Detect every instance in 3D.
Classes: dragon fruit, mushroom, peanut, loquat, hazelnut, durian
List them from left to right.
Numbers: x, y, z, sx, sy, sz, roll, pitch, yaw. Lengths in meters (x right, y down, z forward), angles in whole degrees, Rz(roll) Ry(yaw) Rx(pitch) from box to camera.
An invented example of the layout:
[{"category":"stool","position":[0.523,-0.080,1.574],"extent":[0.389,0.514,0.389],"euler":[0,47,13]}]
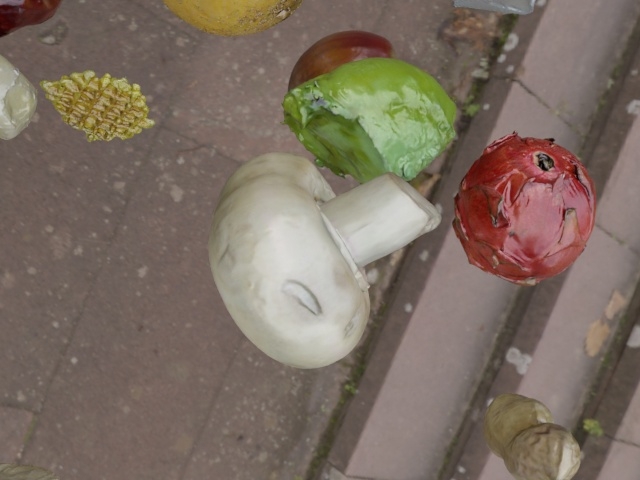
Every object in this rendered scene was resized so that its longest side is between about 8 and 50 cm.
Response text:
[{"category":"loquat","position":[-0.104,-0.360,0.849],"extent":[0.235,0.235,0.235],"euler":[-16,116,-36]},{"category":"mushroom","position":[-0.031,0.006,1.131],"extent":[0.353,0.325,0.353],"euler":[-52,168,-16]},{"category":"hazelnut","position":[0.088,-0.391,2.047],"extent":[0.359,0.359,0.409],"euler":[-23,125,-32]},{"category":"durian","position":[0.102,-0.222,1.338],"extent":[0.339,0.204,0.256],"euler":[-35,91,-33]},{"category":"dragon fruit","position":[0.326,-0.048,1.160],"extent":[0.241,0.241,0.252],"euler":[-9,128,-38]},{"category":"peanut","position":[0.284,0.272,0.974],"extent":[0.085,0.228,0.104],"euler":[19,96,-6]}]

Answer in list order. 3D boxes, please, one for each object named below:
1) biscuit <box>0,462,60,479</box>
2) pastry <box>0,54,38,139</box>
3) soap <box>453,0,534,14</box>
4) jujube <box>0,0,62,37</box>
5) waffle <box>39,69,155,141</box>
[{"category":"biscuit","position":[-0.563,0.405,1.160],"extent":[0.250,0.133,0.032],"euler":[-8,104,-33]},{"category":"pastry","position":[-0.490,-0.223,1.048],"extent":[0.088,0.166,0.166],"euler":[-56,133,-22]},{"category":"soap","position":[0.280,-0.453,1.158],"extent":[0.302,0.159,0.258],"euler":[-54,158,-48]},{"category":"jujube","position":[-0.495,-0.422,1.051],"extent":[0.213,0.213,0.232],"euler":[-35,122,-25]},{"category":"waffle","position":[-0.518,-0.316,1.685],"extent":[0.243,0.237,0.059],"euler":[67,28,-61]}]
